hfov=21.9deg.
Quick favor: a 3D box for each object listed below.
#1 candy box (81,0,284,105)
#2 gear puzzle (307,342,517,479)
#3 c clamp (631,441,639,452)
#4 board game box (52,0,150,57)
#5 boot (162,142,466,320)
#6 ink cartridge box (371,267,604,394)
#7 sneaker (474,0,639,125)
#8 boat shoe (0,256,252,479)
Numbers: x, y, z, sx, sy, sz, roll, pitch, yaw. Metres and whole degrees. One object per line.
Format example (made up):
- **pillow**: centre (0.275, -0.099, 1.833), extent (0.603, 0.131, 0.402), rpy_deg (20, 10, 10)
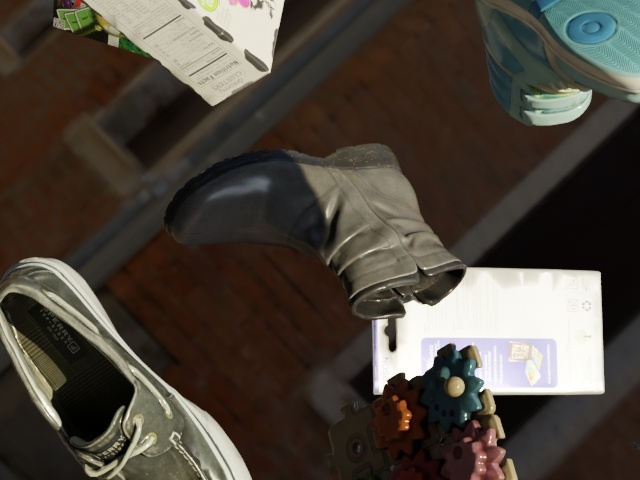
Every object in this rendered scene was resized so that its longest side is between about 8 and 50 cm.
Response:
- **candy box**: centre (-0.117, -0.230, 1.295), extent (0.196, 0.070, 0.165), rpy_deg (37, 44, -31)
- **gear puzzle**: centre (0.060, 0.244, 1.782), extent (0.044, 0.339, 0.175), rpy_deg (9, 57, -42)
- **c clamp**: centre (0.425, 0.224, 1.803), extent (0.022, 0.161, 0.137), rpy_deg (-10, 52, -46)
- **board game box**: centre (-0.236, -0.335, 1.889), extent (0.136, 0.030, 0.260), rpy_deg (16, -47, 6)
- **boot**: centre (0.000, 0.000, 1.984), extent (0.223, 0.338, 0.118), rpy_deg (61, -29, 32)
- **ink cartridge box**: centre (0.206, 0.117, 2.122), extent (0.332, 0.165, 0.065), rpy_deg (3, -7, -22)
- **sneaker**: centre (0.278, -0.186, 1.768), extent (0.319, 0.127, 0.208), rpy_deg (51, -18, 48)
- **boat shoe**: centre (-0.190, 0.167, 1.493), extent (0.335, 0.121, 0.119), rpy_deg (49, 14, -3)
